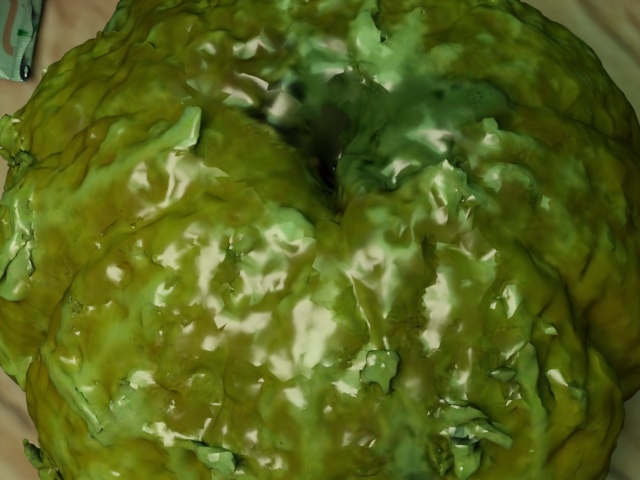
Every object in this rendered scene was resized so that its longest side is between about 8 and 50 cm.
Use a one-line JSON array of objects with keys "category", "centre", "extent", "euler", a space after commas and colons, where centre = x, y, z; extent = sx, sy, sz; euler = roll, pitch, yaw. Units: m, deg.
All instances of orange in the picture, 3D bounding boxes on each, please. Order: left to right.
[{"category": "orange", "centre": [0.000, 0.000, 0.828], "extent": [0.301, 0.223, 0.300], "euler": [22, 67, 12]}]

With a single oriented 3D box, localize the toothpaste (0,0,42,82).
[{"category": "toothpaste", "centre": [-0.244, -0.114, 0.984], "extent": [0.205, 0.036, 0.056], "euler": [5, 68, 1]}]
